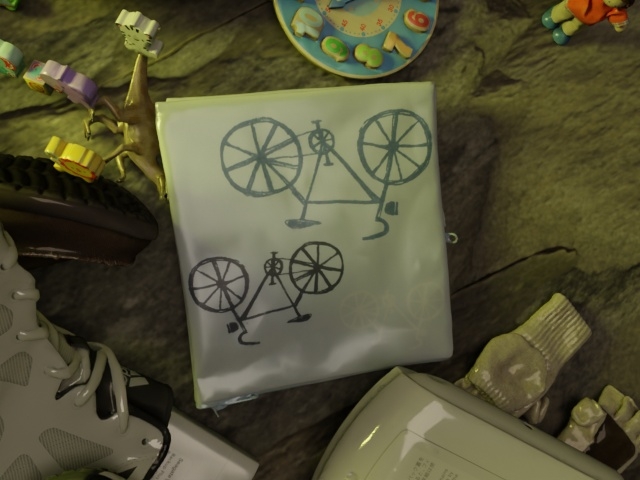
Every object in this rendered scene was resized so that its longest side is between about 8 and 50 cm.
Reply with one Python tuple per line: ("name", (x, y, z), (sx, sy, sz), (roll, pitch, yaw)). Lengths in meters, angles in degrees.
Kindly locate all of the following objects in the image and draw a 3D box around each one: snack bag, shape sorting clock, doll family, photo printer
("snack bag", (0.000, 0.000, 0.749), (0.323, 0.037, 0.342), (-8, 96, -16))
("shape sorting clock", (0.044, -0.290, 0.773), (0.206, 0.040, 0.206), (0, 88, -13))
("doll family", (0.280, -0.358, 0.768), (0.263, 0.163, 0.118), (37, 80, -10))
("photo printer", (0.141, 0.297, 0.726), (0.308, 0.107, 0.256), (28, 93, -9))

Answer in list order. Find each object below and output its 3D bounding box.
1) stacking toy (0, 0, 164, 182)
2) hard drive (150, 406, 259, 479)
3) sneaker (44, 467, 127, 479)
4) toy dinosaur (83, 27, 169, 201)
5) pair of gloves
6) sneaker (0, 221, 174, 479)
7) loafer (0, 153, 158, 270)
("stacking toy", (-0.281, -0.167, 0.648), (0.221, 0.052, 0.167), (20, 71, 4))
("hard drive", (-0.273, 0.235, 0.676), (0.353, 0.047, 0.233), (35, 81, -11))
("sneaker", (-0.175, 0.315, 0.547), (0.107, 0.124, 0.283), (-13, 123, -21))
("toy dinosaur", (-0.201, -0.129, 0.712), (0.093, 0.053, 0.183), (-9, 95, -30))
("pair of gloves", (0.285, 0.210, 0.813), (0.204, 0.042, 0.240), (-33, 95, -12))
("sneaker", (-0.247, 0.070, 0.557), (0.258, 0.169, 0.447), (2, 112, -32))
("loafer", (-0.343, -0.013, 0.630), (0.366, 0.134, 0.130), (8, 107, -19))
